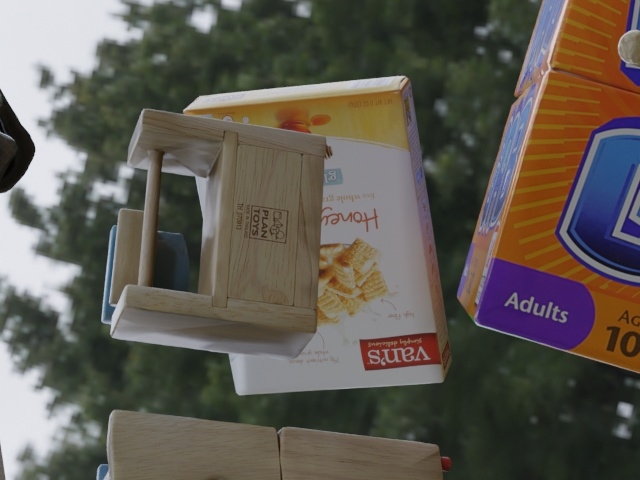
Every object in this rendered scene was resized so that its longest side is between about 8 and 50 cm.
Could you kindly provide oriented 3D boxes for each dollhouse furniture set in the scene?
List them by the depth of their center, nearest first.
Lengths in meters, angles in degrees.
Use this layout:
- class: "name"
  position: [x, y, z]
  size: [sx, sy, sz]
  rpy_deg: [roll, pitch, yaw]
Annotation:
- class: "dollhouse furniture set"
  position: [-0.026, 0.065, 0.704]
  size: [0.129, 0.129, 0.183]
  rpy_deg: [125, 150, -64]

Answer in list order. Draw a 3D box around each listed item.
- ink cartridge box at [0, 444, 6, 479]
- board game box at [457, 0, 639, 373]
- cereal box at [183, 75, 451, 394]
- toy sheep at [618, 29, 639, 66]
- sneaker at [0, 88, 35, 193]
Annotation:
- class: "ink cartridge box"
  position: [-0.208, 0.137, 0.805]
  size: [0.150, 0.063, 0.109]
  rpy_deg: [-49, -37, -54]
- class: "board game box"
  position: [0.326, -0.066, 1.310]
  size: [0.356, 0.356, 0.356]
  rpy_deg: [-18, -56, -87]
- class: "cereal box"
  position: [0.000, 0.000, 1.345]
  size: [0.047, 0.173, 0.240]
  rpy_deg: [-57, -40, -66]
- class: "toy sheep"
  position: [0.142, -0.044, 0.501]
  size: [0.091, 0.132, 0.091]
  rpy_deg: [-27, -33, -19]
- class: "sneaker"
  position: [-0.384, -0.117, 1.590]
  size: [0.185, 0.202, 0.483]
  rpy_deg: [-56, -8, 10]
